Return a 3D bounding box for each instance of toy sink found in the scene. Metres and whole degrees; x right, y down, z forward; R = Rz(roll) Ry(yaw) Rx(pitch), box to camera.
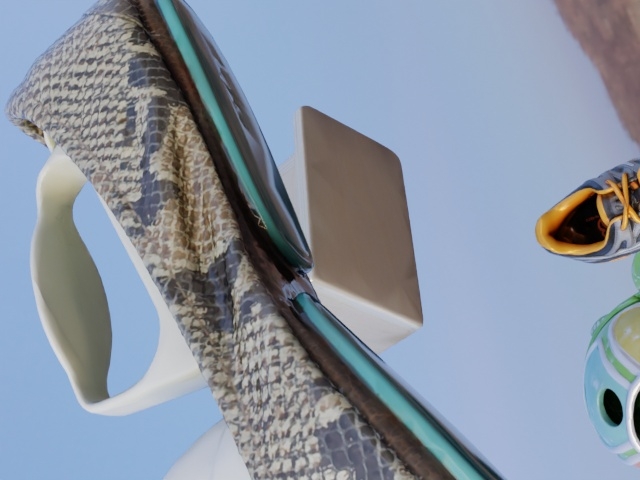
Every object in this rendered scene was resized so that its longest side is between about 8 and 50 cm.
[{"bbox_3d":[0.000,0.000,1.121,0.153,0.131,0.234,24,-135,-34],"label":"toy sink"}]

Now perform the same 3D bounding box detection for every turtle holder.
[{"bbox_3d":[0.503,0.182,1.474,0.243,0.320,0.227,24,-163,11],"label":"turtle holder"}]

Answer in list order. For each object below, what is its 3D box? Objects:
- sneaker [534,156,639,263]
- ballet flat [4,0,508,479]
[{"bbox_3d":[0.264,-0.033,0.832,0.083,0.215,0.084,-3,-113,-40],"label":"sneaker"},{"bbox_3d":[-0.048,0.057,0.575,0.482,0.182,0.164,55,-175,29],"label":"ballet flat"}]
